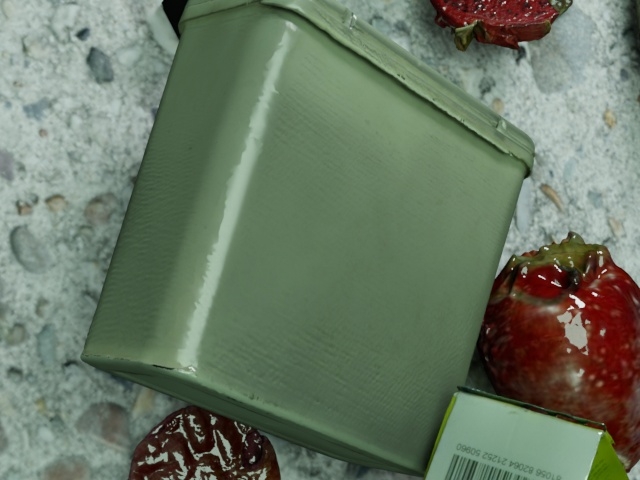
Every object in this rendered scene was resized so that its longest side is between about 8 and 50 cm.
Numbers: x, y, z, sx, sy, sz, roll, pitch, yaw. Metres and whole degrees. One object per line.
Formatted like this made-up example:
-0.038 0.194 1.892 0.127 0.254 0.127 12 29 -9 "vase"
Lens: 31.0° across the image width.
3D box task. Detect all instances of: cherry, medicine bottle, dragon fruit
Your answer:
0.256 0.122 1.150 0.175 0.192 0.250 -25 97 15 "cherry"
0.190 0.245 1.052 0.137 0.250 0.141 15 71 27 "medicine bottle"
0.171 -0.251 1.256 0.106 0.083 0.162 -28 63 -14 "dragon fruit"

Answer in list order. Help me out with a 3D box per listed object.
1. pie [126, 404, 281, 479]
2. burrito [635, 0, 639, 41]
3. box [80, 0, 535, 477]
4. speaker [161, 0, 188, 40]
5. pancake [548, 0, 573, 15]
-0.109 0.226 1.071 0.153 0.038 0.154 3 78 -16 "pie"
0.416 -0.312 1.329 0.105 0.143 0.299 -5 74 2 "burrito"
0.000 0.000 1.036 0.352 0.177 0.344 28 70 -37 "box"
-0.052 -0.276 1.175 0.218 0.082 0.044 -29 89 -22 "speaker"
0.276 -0.320 1.334 0.184 0.020 0.190 11 80 -25 "pancake"
